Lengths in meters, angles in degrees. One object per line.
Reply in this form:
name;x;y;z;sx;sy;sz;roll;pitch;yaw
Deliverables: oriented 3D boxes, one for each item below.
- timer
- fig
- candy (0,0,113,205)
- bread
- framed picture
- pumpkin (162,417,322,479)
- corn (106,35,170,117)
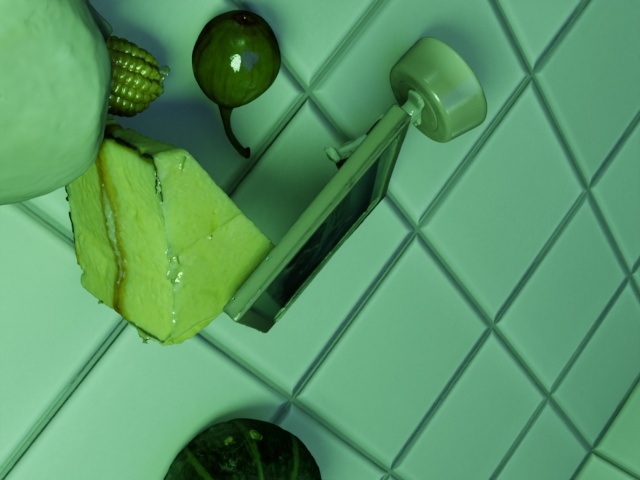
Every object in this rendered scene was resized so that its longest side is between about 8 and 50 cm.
timer;0.119;-0.187;1.274;0.266;0.175;0.175;-38;130;-9
fig;-0.121;-0.211;1.102;0.124;0.124;0.236;-28;148;-29
candy;-0.383;-0.144;0.725;0.427;0.386;0.186;50;32;-66
bread;-0.238;-0.025;0.953;0.198;0.263;0.236;-49;136;-19
framed picture;0.000;0.000;1.120;0.326;0.028;0.446;-50;173;-6
pumpkin;-0.134;0.440;1.291;0.300;0.207;0.300;-7;108;-24
corn;-0.333;-0.221;0.902;0.313;0.102;0.102;12;100;-39
